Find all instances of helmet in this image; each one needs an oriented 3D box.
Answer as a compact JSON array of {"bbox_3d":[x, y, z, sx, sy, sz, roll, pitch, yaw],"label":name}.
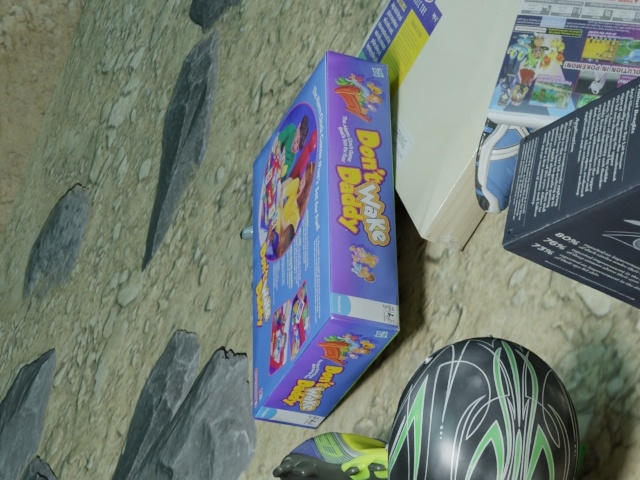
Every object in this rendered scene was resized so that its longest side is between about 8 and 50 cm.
[{"bbox_3d":[0.135,0.167,1.524,0.169,0.169,0.161,-97,21,-49],"label":"helmet"}]

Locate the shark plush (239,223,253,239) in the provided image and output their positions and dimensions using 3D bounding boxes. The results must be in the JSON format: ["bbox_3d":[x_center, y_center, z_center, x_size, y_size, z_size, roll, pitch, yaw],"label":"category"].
[{"bbox_3d":[-0.020,-0.015,2.266,0.161,0.073,0.067,-39,51,12],"label":"shark plush"}]

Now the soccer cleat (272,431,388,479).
[{"bbox_3d":[0.075,0.222,1.763,0.289,0.121,0.093,-1,110,52],"label":"soccer cleat"}]

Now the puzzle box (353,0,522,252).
[{"bbox_3d":[0.148,-0.198,2.025,0.272,0.052,0.409,-59,24,20],"label":"puzzle box"}]

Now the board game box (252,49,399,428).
[{"bbox_3d":[0.000,0.000,2.053,0.233,0.078,0.347,127,149,-51],"label":"board game box"}]

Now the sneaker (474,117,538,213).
[{"bbox_3d":[0.206,-0.121,1.777,0.080,0.081,0.211,-27,-42,-77],"label":"sneaker"}]

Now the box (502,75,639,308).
[{"bbox_3d":[0.269,-0.039,1.495,0.207,0.153,0.108,-27,45,55],"label":"box"}]

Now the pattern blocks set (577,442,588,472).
[{"bbox_3d":[0.198,0.315,1.490,0.285,0.026,0.325,-49,29,36],"label":"pattern blocks set"}]

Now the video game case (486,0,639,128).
[{"bbox_3d":[0.264,-0.182,1.681,0.201,0.023,0.183,10,77,36],"label":"video game case"}]
